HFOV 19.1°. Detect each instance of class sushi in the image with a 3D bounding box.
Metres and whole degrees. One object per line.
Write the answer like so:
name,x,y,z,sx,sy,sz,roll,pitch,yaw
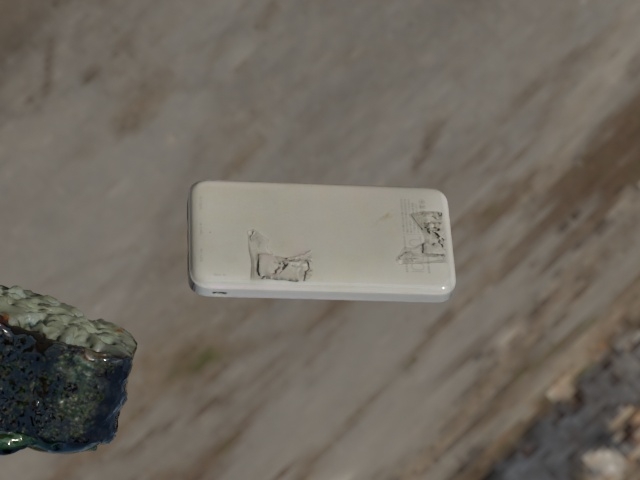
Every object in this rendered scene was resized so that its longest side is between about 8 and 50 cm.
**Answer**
sushi,-0.274,0.107,1.623,0.124,0.225,0.127,-97,-155,-77

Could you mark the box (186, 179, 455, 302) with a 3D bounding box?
box,0.000,0.000,2.030,0.285,0.142,0.044,2,147,-7
